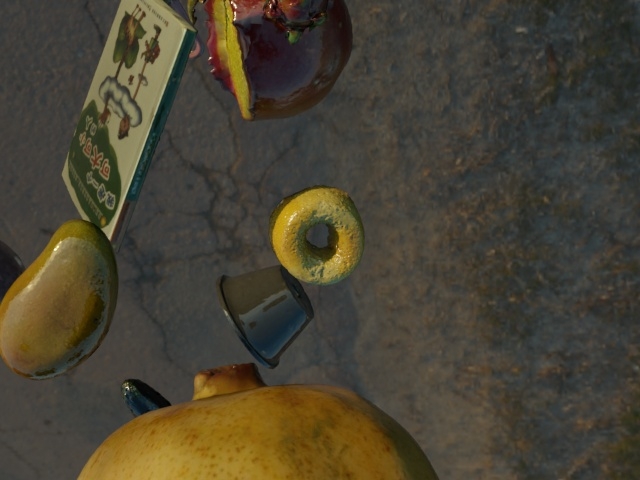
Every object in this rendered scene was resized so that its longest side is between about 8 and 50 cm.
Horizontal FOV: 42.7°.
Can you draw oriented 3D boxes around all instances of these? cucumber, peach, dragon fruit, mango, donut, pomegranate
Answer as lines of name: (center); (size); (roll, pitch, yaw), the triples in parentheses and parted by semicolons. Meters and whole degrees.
cucumber: (-0.283, 0.367, 1.574); (0.081, 0.072, 0.303); (-19, 122, 37)
peach: (-0.091, -0.444, 1.762); (0.310, 0.335, 0.406); (-27, 161, -12)
dragon fruit: (-0.033, -0.454, 1.472); (0.142, 0.138, 0.175); (58, 156, -1)
mango: (-0.331, 0.081, 1.048); (0.136, 0.099, 0.227); (26, 103, -11)
donut: (0.000, 0.000, 1.373); (0.162, 0.065, 0.178); (-30, 115, 3)
pomegranate: (-0.068, 0.313, 0.851); (0.416, 0.417, 0.417); (4, 142, 3)

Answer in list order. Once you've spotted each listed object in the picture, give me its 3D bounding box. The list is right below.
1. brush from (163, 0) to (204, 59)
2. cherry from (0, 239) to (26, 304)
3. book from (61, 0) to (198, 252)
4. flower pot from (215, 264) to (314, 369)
brush: (-0.284, -0.421, 1.481); (0.103, 0.047, 0.233); (-16, 137, 16)
cherry: (-0.595, 0.083, 1.400); (0.183, 0.213, 0.266); (-40, 94, -1)
book: (-0.311, -0.201, 1.292); (0.043, 0.260, 0.371); (9, 115, -36)
flower pot: (-0.121, 0.164, 2.017); (0.166, 0.269, 0.269); (-33, 133, 5)
